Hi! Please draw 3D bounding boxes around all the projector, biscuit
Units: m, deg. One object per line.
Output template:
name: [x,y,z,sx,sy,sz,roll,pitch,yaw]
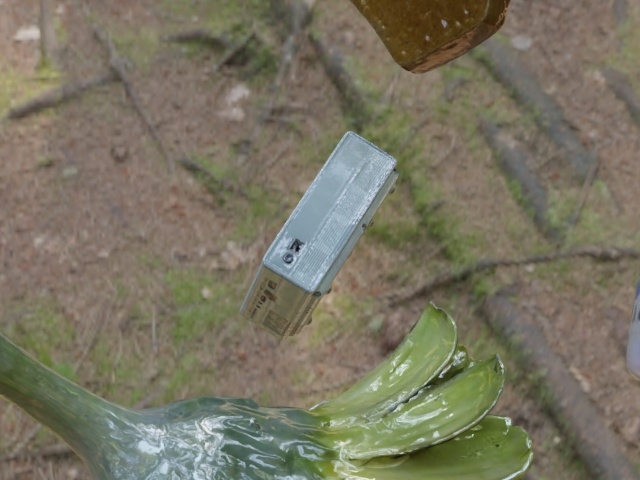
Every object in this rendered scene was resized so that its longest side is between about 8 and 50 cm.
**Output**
projector: [0.000,0.000,1.020,0.061,0.115,0.147,33,62,1]
biscuit: [0.086,-0.229,0.805,0.034,0.215,0.182,-3,47,-46]

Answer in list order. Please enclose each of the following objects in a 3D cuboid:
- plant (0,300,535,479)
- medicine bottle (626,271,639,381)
plant: [-0.064,0.155,0.650,0.297,0.261,0.306,26,64,2]
medicine bottle: [0.289,-0.020,0.783,0.152,0.152,0.255,11,89,2]
